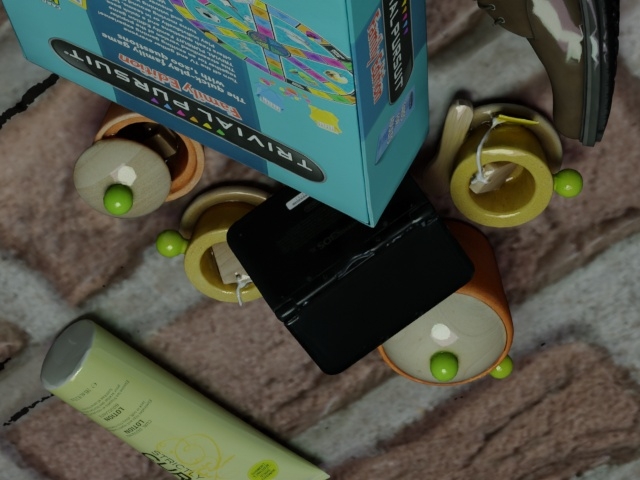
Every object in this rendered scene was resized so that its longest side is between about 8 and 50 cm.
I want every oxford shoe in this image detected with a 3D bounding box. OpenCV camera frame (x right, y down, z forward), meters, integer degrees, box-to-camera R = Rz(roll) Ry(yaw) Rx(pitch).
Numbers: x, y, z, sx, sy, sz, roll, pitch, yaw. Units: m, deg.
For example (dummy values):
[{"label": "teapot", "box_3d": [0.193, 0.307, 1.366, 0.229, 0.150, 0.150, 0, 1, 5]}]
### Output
[{"label": "oxford shoe", "box_3d": [0.133, -0.158, 1.144, 0.096, 0.083, 0.227, -6, 121, 17]}]

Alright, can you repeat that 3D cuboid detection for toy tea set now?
[{"label": "toy tea set", "box_3d": [0.000, 0.000, 1.247, 0.336, 0.124, 0.200, 7, 130, -3]}]

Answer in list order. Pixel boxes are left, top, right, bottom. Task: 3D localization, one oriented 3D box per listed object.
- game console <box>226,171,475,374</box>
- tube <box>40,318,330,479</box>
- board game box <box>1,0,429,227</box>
[{"label": "game console", "box_3d": [0.020, 0.008, 1.207, 0.122, 0.107, 0.071, -36, 162, 2]}, {"label": "tube", "box_3d": [-0.105, 0.146, 1.422, 0.240, 0.062, 0.070, 39, 162, -31]}, {"label": "board game box", "box_3d": [-0.071, -0.157, 0.998, 0.254, 0.079, 0.336, 26, 161, 14]}]
